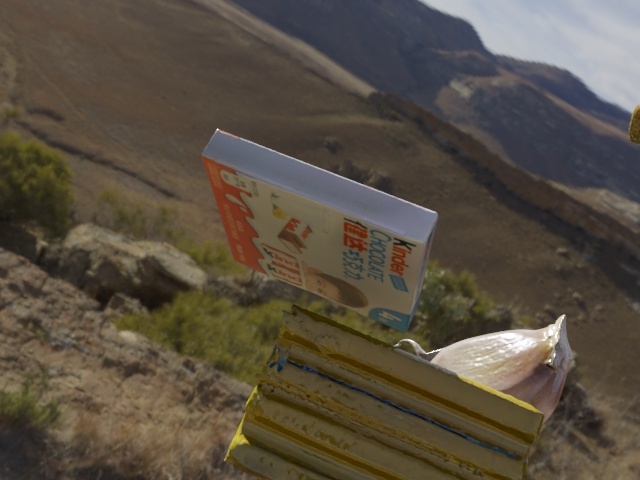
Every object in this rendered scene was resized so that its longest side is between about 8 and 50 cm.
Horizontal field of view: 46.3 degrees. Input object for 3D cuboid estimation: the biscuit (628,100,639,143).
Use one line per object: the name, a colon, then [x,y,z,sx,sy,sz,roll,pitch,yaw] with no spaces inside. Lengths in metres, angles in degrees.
biscuit: [0.480,-0.212,0.991,0.039,0.183,0.174,44,7,20]

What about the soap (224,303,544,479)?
soap: [0.069,0.228,0.867,0.324,0.204,0.096,24,-12,3]

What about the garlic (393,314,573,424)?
garlic: [0.203,0.196,1.014,0.266,0.129,0.148,-4,25,28]

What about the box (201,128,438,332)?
box: [0.000,0.000,0.905,0.264,0.048,0.273,21,-25,13]
